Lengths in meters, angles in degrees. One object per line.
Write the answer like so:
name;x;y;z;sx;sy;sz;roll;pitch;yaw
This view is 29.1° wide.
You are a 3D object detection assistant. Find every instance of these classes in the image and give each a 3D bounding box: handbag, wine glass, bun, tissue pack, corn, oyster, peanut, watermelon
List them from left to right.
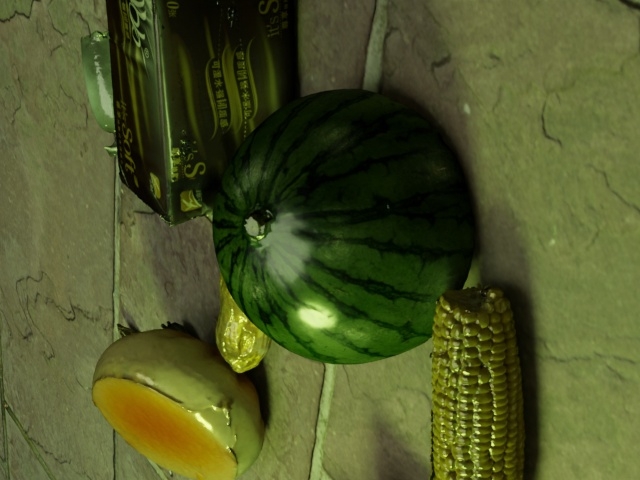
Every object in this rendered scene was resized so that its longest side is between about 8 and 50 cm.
wine glass;-0.312;-0.237;1.954;0.111;0.111;0.204;-2;104;59
oyster;-0.355;0.190;2.325;0.093;0.034;0.051;56;164;6
handbag;-0.235;0.187;2.109;0.111;0.047;0.072;62;147;14
bun;-0.208;0.245;1.968;0.299;0.164;0.299;23;147;16
tissue pack;-0.159;-0.236;1.620;0.198;0.210;0.369;41;139;51
peanut;-0.111;0.103;1.827;0.087;0.087;0.206;40;135;43
watermelon;0.000;0.000;1.407;0.331;0.189;0.330;15;114;36
corn;0.177;0.202;1.383;0.115;0.115;0.317;26;125;51
